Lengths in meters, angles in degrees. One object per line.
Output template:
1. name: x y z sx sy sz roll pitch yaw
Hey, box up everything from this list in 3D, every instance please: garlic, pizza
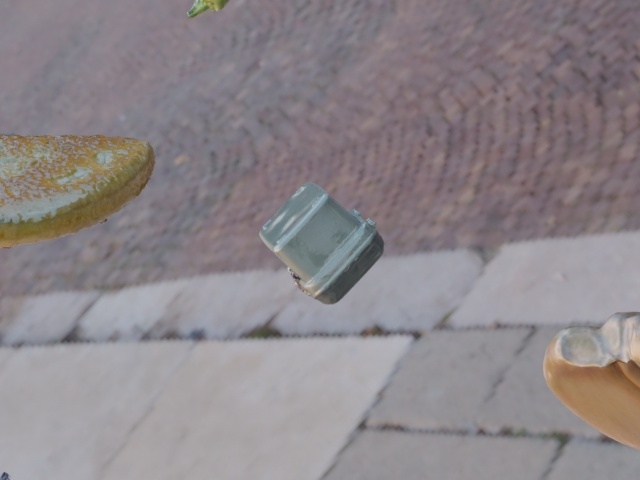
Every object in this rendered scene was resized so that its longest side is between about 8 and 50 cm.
1. garlic: 0.352 0.148 1.588 0.217 0.228 0.110 -5 48 45
2. pizza: -0.333 -0.059 1.677 0.229 0.081 0.289 24 35 27

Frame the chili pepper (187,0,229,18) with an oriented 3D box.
1. chili pepper: -0.076 -0.293 1.461 0.043 0.049 0.208 11 48 18

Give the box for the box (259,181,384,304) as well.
1. box: 0.000 0.000 2.227 0.148 0.129 0.210 -47 13 -1

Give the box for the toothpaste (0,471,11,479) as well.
1. toothpaste: -0.284 0.314 1.576 0.028 0.170 0.045 -28 23 49
